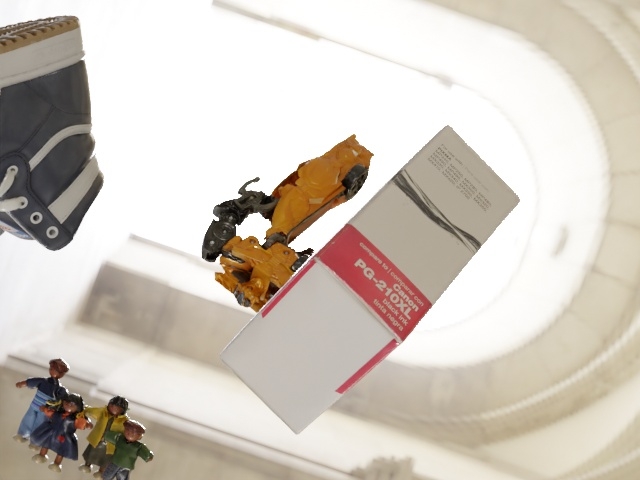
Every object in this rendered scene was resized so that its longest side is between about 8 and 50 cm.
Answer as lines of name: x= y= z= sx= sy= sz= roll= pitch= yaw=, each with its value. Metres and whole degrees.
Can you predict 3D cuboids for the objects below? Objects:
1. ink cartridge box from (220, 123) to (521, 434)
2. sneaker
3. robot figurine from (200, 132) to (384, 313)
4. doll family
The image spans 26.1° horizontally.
ink cartridge box: x=0.046 y=0.030 z=1.175 sx=0.237 sy=0.100 sz=0.172 roll=-45 pitch=179 yaw=-45
sneaker: x=-0.265 y=-0.046 z=0.937 sx=0.282 sy=0.099 sz=0.153 roll=-27 pitch=116 yaw=-37
robot figurine: x=0.000 y=0.000 z=1.575 sx=0.291 sy=0.211 sz=0.085 roll=-39 pitch=159 yaw=-37
doll family: x=-0.280 y=0.215 z=1.622 sx=0.076 sy=0.193 sz=0.111 roll=-52 pitch=163 yaw=-79
